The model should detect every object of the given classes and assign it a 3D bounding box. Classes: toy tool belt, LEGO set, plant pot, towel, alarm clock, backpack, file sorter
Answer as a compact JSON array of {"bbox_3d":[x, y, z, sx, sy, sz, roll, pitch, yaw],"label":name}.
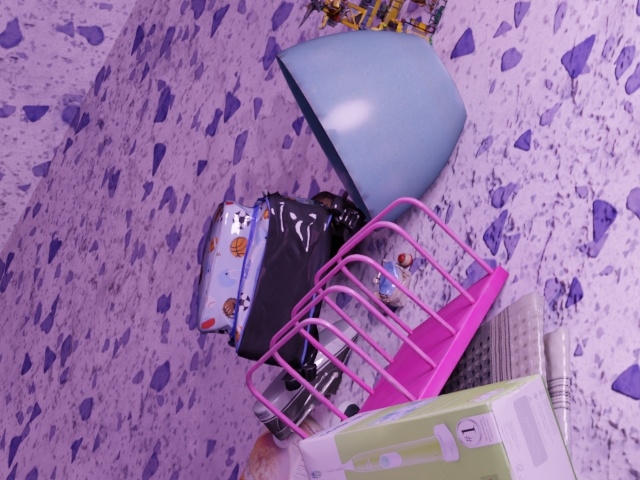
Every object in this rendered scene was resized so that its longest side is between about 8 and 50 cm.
[{"bbox_3d":[0.101,0.052,2.286,0.052,0.051,0.083,-15,59,58],"label":"toy tool belt"},{"bbox_3d":[0.092,-0.436,2.468,0.331,0.192,0.255,-62,28,15],"label":"LEGO set"},{"bbox_3d":[0.091,-0.184,2.268,0.195,0.290,0.290,-30,34,-1],"label":"plant pot"},{"bbox_3d":[0.203,0.258,1.983,0.312,0.056,0.324,-40,42,49],"label":"towel"},{"bbox_3d":[0.000,0.000,2.492,0.192,0.064,0.129,-32,46,47],"label":"alarm clock"},{"bbox_3d":[-0.072,0.052,2.306,0.263,0.213,0.276,-20,-53,-89],"label":"backpack"},{"bbox_3d":[0.067,0.111,2.039,0.202,0.182,0.291,-42,8,44],"label":"file sorter"}]

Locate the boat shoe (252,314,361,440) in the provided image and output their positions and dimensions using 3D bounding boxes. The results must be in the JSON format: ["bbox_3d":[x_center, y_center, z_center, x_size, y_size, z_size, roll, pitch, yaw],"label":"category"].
[{"bbox_3d":[-0.008,0.199,2.332,0.219,0.070,0.078,-45,18,-25],"label":"boat shoe"}]

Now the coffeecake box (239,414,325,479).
[{"bbox_3d":[-0.054,0.353,2.357,0.185,0.068,0.142,-66,27,6],"label":"coffeecake box"}]

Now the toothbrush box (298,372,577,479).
[{"bbox_3d":[0.139,0.284,1.795,0.283,0.122,0.206,-19,90,39],"label":"toothbrush box"}]

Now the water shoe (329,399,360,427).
[{"bbox_3d":[0.061,0.314,2.193,0.080,0.073,0.203,-17,59,32],"label":"water shoe"}]
